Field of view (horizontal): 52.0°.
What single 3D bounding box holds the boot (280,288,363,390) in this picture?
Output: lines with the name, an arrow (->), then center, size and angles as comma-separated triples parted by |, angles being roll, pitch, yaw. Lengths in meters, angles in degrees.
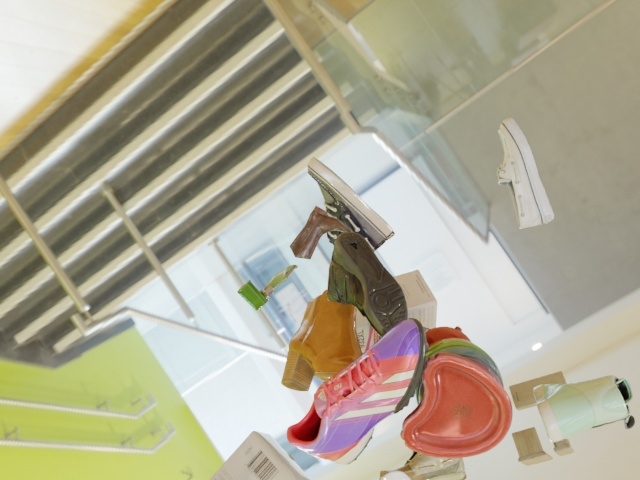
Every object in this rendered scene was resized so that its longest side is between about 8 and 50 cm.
boot -> 0.045, 0.189, 1.287 | 0.295, 0.104, 0.211 | -11, -129, 45

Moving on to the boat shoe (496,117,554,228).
boat shoe -> 0.388, -0.133, 1.302 | 0.075, 0.226, 0.083 | -20, 164, 9

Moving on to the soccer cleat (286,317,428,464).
soccer cleat -> 0.058, 0.243, 1.048 | 0.318, 0.116, 0.109 | -59, -156, 30

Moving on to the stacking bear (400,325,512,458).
stacking bear -> 0.234, 0.241, 1.169 | 0.289, 0.164, 0.176 | -71, 179, -76

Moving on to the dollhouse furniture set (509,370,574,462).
dollhouse furniture set -> 0.478, 0.383, 1.400 | 0.144, 0.151, 0.123 | -21, 151, 17

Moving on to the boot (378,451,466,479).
boot -> 0.231, 0.479, 1.520 | 0.213, 0.165, 0.077 | 0, 169, -16

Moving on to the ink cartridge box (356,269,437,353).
ink cartridge box -> 0.144, 0.232, 1.750 | 0.307, 0.129, 0.223 | -16, 135, -9

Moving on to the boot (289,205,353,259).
boot -> 0.000, 0.000, 1.352 | 0.114, 0.106, 0.037 | -58, 154, 1

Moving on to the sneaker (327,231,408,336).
sneaker -> 0.084, 0.106, 1.248 | 0.087, 0.228, 0.130 | -16, 147, -28

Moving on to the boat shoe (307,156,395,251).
boat shoe -> 0.052, -0.075, 1.881 | 0.158, 0.340, 0.127 | -46, -160, 7

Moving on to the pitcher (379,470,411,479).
pitcher -> 0.145, 0.534, 1.156 | 0.125, 0.177, 0.207 | -23, 142, -42

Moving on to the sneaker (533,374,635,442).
sneaker -> 0.447, 0.279, 1.109 | 0.151, 0.094, 0.256 | -21, 169, 13

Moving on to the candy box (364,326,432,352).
candy box -> 0.199, 0.279, 1.571 | 0.071, 0.159, 0.233 | 14, 176, 42

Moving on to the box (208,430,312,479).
box -> -0.152, 0.613, 1.663 | 0.182, 0.181, 0.119 | -48, 152, -3

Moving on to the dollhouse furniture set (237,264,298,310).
dollhouse furniture set -> -0.117, 0.087, 1.408 | 0.076, 0.058, 0.152 | -39, -174, 35
